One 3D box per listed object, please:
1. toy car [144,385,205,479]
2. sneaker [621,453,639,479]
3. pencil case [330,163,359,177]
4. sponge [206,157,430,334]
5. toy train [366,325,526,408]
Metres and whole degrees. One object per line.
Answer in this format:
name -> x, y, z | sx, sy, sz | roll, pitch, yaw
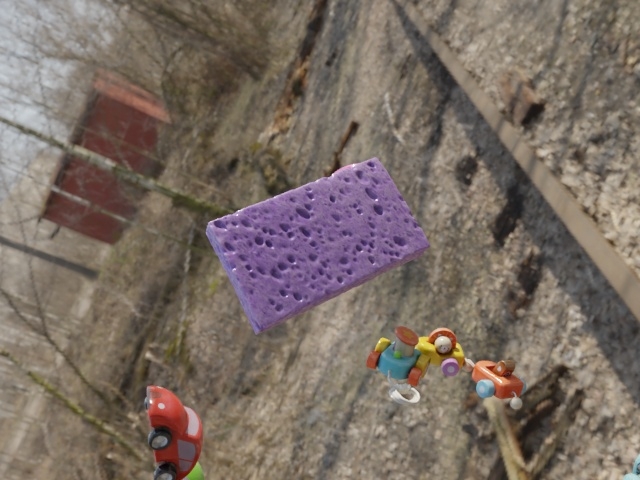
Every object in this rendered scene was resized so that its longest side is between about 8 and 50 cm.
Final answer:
toy car -> -0.141, 0.262, 0.801 | 0.225, 0.053, 0.239 | 150, 112, -77
sneaker -> 0.162, 0.133, 0.319 | 0.122, 0.283, 0.110 | -127, 46, -62
pencil case -> 0.052, -0.047, 0.978 | 0.098, 0.095, 0.209 | -45, 11, 10
sponge -> 0.000, 0.000, 0.788 | 0.117, 0.210, 0.031 | 60, 154, 13
toy train -> 0.133, 0.128, 0.811 | 0.125, 0.166, 0.046 | 40, 121, 56
